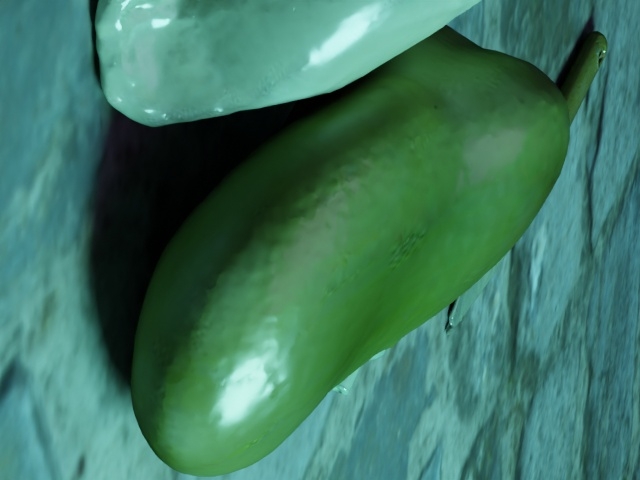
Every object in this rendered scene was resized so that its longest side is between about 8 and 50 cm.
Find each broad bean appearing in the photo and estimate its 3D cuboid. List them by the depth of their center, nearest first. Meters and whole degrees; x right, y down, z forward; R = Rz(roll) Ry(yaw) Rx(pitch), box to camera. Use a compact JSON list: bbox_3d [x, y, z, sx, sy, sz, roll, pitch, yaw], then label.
[{"bbox_3d":[0.000,0.000,0.860,0.263,0.121,0.189,-38,159,-37],"label":"broad bean"}]

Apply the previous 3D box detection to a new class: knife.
[{"bbox_3d":[0.146,-0.042,1.310,0.047,0.017,0.298,88,25,-45],"label":"knife"}]

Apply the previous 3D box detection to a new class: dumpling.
[{"bbox_3d":[-0.001,-0.138,0.780,0.229,0.124,0.151,-33,121,-28],"label":"dumpling"}]

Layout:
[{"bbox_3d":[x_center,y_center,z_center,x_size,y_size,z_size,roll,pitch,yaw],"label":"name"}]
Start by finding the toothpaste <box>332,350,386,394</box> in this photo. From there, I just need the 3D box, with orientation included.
[{"bbox_3d":[0.039,-0.016,1.041,0.064,0.041,0.218,81,26,-64],"label":"toothpaste"}]
